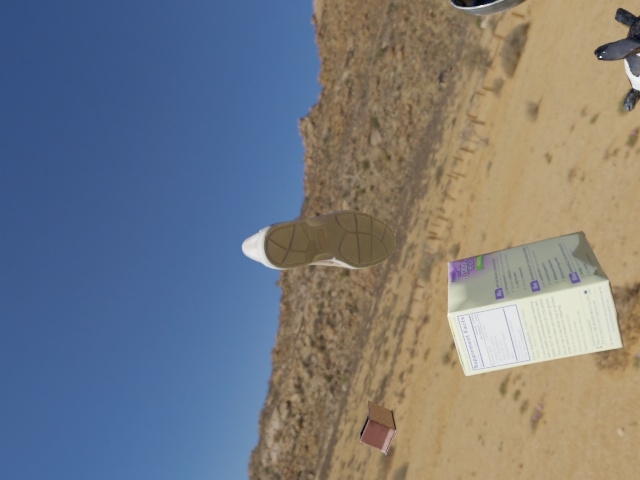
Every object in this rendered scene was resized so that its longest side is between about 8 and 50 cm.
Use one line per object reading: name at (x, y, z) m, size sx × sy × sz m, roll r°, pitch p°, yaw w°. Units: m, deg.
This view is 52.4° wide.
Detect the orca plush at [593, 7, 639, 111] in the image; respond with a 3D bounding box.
orca plush at (0.406, -0.252, 0.840) m, size 0.287 × 0.102 × 0.151 m, roll -18°, pitch -33°, yaw -45°

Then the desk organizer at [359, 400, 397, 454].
desk organizer at (0.100, 0.327, 1.150) m, size 0.130 × 0.050 × 0.047 m, roll -2°, pitch -65°, yaw -87°

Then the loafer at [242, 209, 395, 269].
loafer at (0.000, 0.000, 0.494) m, size 0.125 × 0.039 × 0.045 m, roll -2°, pitch -88°, yaw -37°

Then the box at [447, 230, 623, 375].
box at (0.343, 0.100, 1.081) m, size 0.213 × 0.242 × 0.117 m, roll -64°, pitch -42°, yaw -67°

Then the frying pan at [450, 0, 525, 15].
frying pan at (0.295, -0.478, 1.180) m, size 0.197 × 0.053 × 0.326 m, roll -40°, pitch 33°, yaw -4°
